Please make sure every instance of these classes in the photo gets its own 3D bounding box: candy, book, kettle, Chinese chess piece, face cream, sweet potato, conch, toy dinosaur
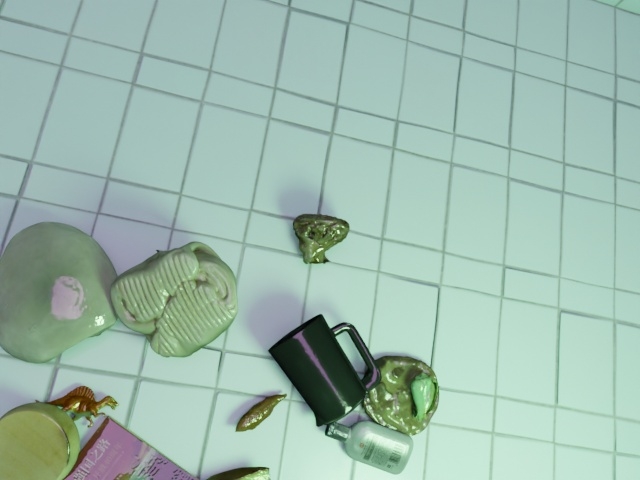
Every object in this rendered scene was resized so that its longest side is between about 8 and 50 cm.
[{"bbox_3d":[-0.822,0.144,1.785,0.386,0.186,0.427,-15,76,-13],"label":"candy"},{"bbox_3d":[-0.578,0.750,1.761,0.374,0.028,0.262,36,72,-3],"label":"book"},{"bbox_3d":[0.014,0.413,1.921,0.262,0.203,0.308,-33,88,-45],"label":"kettle"},{"bbox_3d":[-0.824,0.592,1.671,0.250,0.097,0.251,0,91,-3],"label":"Chinese chess piece"},{"bbox_3d":[0.156,0.672,1.927,0.291,0.071,0.144,20,94,-6],"label":"face cream"},{"bbox_3d":[-0.194,0.559,1.892,0.206,0.060,0.068,-35,123,-21],"label":"sweet potato"},{"bbox_3d":[0.360,0.533,1.981,0.105,0.079,0.170,-1,93,-12],"label":"conch"},{"bbox_3d":[-0.744,0.495,1.771,0.212,0.057,0.142,36,69,-2],"label":"toy dinosaur"}]

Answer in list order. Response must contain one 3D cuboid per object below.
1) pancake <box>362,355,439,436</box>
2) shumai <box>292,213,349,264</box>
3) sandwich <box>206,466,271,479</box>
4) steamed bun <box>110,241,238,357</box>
[{"bbox_3d":[0.273,0.535,2.015,0.294,0.049,0.295,5,74,-16],"label":"pancake"},{"bbox_3d":[0.000,0.000,2.036,0.205,0.166,0.176,3,83,12],"label":"shumai"},{"bbox_3d":[-0.280,0.770,1.794,0.258,0.096,0.094,-10,85,-17],"label":"sandwich"},{"bbox_3d":[-0.426,0.169,1.834,0.367,0.255,0.342,-26,102,10],"label":"steamed bun"}]
